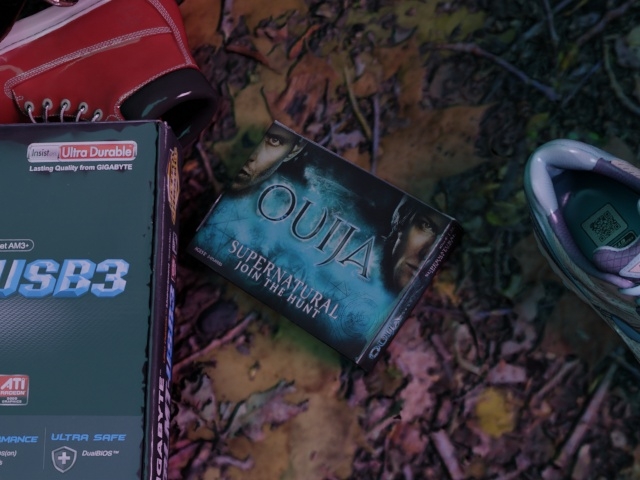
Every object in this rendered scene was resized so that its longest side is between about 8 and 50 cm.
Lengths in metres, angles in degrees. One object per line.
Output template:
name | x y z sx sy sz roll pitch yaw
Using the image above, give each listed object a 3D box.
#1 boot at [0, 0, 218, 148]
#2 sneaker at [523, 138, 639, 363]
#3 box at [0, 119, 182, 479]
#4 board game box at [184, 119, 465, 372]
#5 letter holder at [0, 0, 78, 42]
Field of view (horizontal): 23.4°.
boot | -0.207 -0.099 1.262 0.244 0.088 0.176 -29 59 8
sneaker | 0.220 0.039 0.955 0.110 0.122 0.283 -47 56 0
box | -0.256 0.059 1.149 0.295 0.073 0.293 0 76 7
board game box | 0.000 0.000 1.144 0.186 0.026 0.126 31 84 34
letter holder | -0.234 -0.290 1.291 0.152 0.214 0.302 -53 22 32
